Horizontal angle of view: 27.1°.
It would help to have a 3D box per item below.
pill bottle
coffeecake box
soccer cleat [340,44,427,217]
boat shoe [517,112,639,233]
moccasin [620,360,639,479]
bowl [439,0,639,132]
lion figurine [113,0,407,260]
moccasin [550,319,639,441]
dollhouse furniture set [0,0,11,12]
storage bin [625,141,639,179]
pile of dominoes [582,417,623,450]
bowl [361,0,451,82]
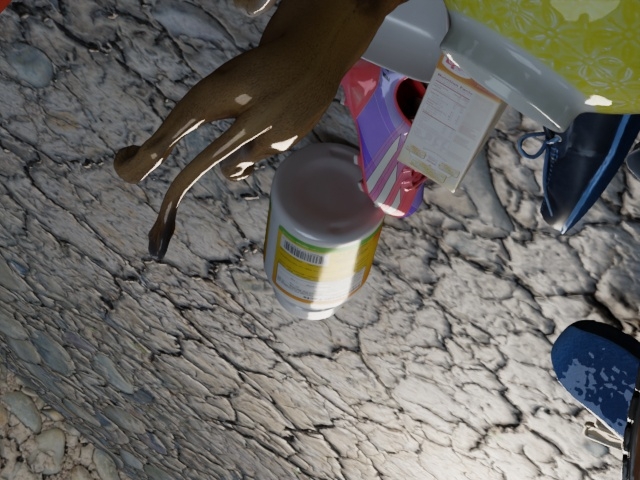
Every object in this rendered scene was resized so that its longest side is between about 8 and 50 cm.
[{"bbox_3d":[0.000,0.000,1.615,0.136,0.136,0.245,29,152,10],"label":"pill bottle"},{"bbox_3d":[0.148,-0.154,1.207,0.068,0.142,0.185,31,152,6],"label":"coffeecake box"},{"bbox_3d":[0.086,-0.108,1.420,0.095,0.083,0.248,12,143,28],"label":"soccer cleat"},{"bbox_3d":[0.250,-0.117,1.230,0.089,0.109,0.258,33,137,17],"label":"boat shoe"},{"bbox_3d":[0.394,0.172,1.359,0.147,0.139,0.380,11,106,18],"label":"moccasin"},{"bbox_3d":[0.180,-0.175,0.993,0.289,0.156,0.289,34,-176,-3],"label":"bowl"},{"bbox_3d":[-0.012,-0.169,1.086,0.142,0.392,0.240,33,150,-24],"label":"lion figurine"},{"bbox_3d":[0.415,0.204,1.497,0.342,0.117,0.138,47,112,2],"label":"moccasin"},{"bbox_3d":[-0.308,-0.305,1.333,0.135,0.262,0.259,33,152,-3],"label":"dollhouse furniture set"},{"bbox_3d":[0.351,-0.071,1.178,0.135,0.091,0.098,40,152,-11],"label":"storage bin"},{"bbox_3d":[0.455,0.225,1.621,0.196,0.040,0.251,33,144,4],"label":"pile of dominoes"},{"bbox_3d":[0.069,-0.228,1.271,0.142,0.053,0.142,26,150,16],"label":"bowl"}]
